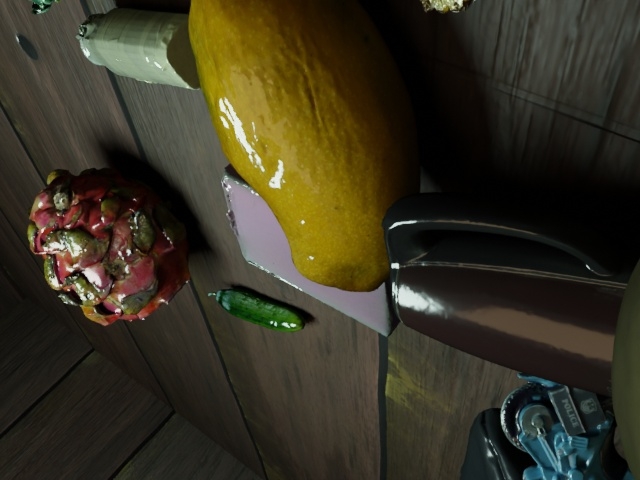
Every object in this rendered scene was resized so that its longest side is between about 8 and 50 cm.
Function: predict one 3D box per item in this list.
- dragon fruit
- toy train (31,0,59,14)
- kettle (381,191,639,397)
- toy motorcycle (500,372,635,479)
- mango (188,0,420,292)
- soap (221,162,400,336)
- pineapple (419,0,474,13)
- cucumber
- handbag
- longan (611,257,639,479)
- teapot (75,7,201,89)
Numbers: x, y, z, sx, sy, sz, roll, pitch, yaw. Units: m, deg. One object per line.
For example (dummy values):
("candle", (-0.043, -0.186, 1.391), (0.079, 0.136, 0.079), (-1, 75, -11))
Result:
("dragon fruit", (-0.386, -0.005, 1.165), (0.291, 0.250, 0.269), (48, 170, -21))
("toy train", (-0.386, -0.351, 0.861), (0.122, 0.081, 0.050), (30, 158, 24))
("kettle", (0.169, 0.038, 0.553), (0.232, 0.144, 0.202), (8, 156, 29))
("toy motorcycle", (0.315, 0.256, 0.698), (0.123, 0.182, 0.272), (9, -121, -79))
("mango", (-0.004, -0.108, 0.614), (0.186, 0.144, 0.359), (-20, 113, 23))
("soap", (0.001, -0.001, 0.841), (0.259, 0.081, 0.181), (25, 147, 28))
("pineapple", (0.105, -0.203, 0.507), (0.045, 0.019, 0.083), (53, 151, -5))
("cucumber", (-0.118, 0.128, 1.194), (0.250, 0.056, 0.056), (15, 141, 38))
("handbag", (0.316, 0.387, 0.904), (0.177, 0.275, 0.302), (-9, 138, -1))
("longan", (0.332, 0.083, 0.298), (0.360, 0.361, 0.361), (31, 149, 21))
("teapot", (-0.210, -0.234, 0.809), (0.200, 0.077, 0.107), (20, 163, 36))
